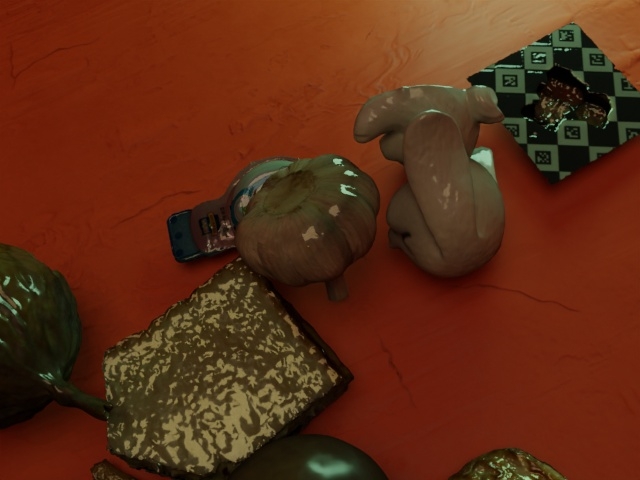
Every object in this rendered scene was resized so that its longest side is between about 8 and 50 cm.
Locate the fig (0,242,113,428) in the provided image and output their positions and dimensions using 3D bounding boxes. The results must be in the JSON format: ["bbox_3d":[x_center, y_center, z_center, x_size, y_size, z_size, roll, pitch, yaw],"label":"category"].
[{"bbox_3d":[-0.428,0.163,1.031,0.369,0.286,0.286,20,71,34],"label":"fig"}]

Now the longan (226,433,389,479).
[{"bbox_3d":[-0.012,0.411,0.884,0.289,0.288,0.350,-8,65,6],"label":"longan"}]

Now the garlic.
[{"bbox_3d":[0.000,0.000,1.084,0.219,0.212,0.218,-18,37,14],"label":"garlic"}]

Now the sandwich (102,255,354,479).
[{"bbox_3d":[-0.150,0.211,1.070,0.325,0.131,0.262,-38,67,-11],"label":"sandwich"}]

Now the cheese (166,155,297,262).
[{"bbox_3d":[-0.110,-0.044,1.205,0.286,0.074,0.188,-17,63,3],"label":"cheese"}]

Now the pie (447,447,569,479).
[{"bbox_3d":[0.250,0.369,0.953,0.205,0.084,0.179,31,61,25],"label":"pie"}]

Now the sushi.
[{"bbox_3d":[0.390,-0.218,1.212,0.220,0.047,0.231,-29,69,-9],"label":"sushi"}]

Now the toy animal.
[{"bbox_3d":[0.183,-0.078,1.090,0.206,0.272,0.264,-13,76,26],"label":"toy animal"}]

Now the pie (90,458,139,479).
[{"bbox_3d":[-0.270,0.383,1.068,0.170,0.034,0.092,26,71,13],"label":"pie"}]
